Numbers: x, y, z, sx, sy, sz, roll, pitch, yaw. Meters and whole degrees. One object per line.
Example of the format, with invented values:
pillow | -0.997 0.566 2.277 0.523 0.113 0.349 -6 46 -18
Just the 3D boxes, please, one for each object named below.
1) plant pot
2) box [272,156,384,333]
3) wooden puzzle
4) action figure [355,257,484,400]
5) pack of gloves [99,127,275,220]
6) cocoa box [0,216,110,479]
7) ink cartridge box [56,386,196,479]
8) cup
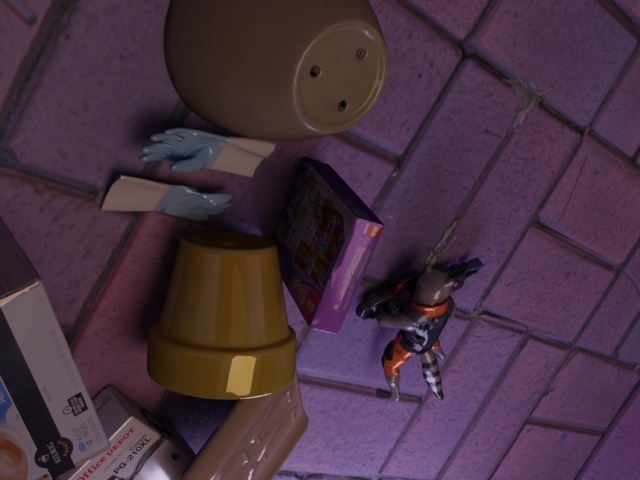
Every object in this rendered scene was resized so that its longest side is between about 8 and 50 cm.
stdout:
plant pot | -0.162 0.114 1.485 0.254 0.254 0.239 -3 103 -38
box | 0.000 0.000 1.488 0.057 0.293 0.201 15 109 -24
wooden puzzle | -0.152 0.401 1.700 0.322 0.080 0.348 -53 157 -23
action figure | 0.252 0.177 1.897 0.341 0.178 0.330 -24 139 -23
pack of gloves | -0.205 -0.090 1.391 0.232 0.046 0.195 5 136 -41
cocoa box | -0.489 0.178 1.251 0.228 0.231 0.347 -27 131 -22
ink cartridge box | -0.358 0.400 1.596 0.172 0.100 0.237 -46 136 -7
cup | -0.036 -0.281 1.316 0.331 0.237 0.331 -20 129 -27
